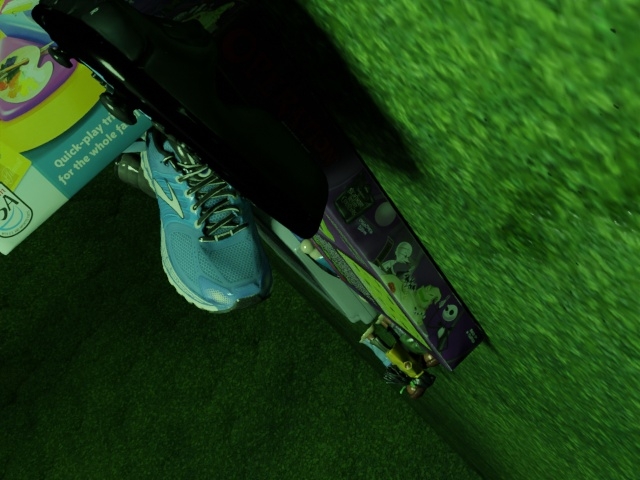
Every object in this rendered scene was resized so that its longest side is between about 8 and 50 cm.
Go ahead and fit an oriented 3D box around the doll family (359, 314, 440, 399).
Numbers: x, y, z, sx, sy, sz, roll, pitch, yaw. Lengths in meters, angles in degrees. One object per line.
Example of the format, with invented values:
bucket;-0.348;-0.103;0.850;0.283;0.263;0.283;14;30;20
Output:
doll family;0.106;0.148;1.040;0.111;0.076;0.193;42;179;8

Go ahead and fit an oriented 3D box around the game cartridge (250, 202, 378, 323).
game cartridge;-0.043;-0.009;1.139;0.196;0.060;0.294;47;175;-34

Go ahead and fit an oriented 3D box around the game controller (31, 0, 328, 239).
game controller;-0.102;-0.091;0.522;0.166;0.067;0.319;51;174;-28

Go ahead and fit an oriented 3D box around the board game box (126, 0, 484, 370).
board game box;-0.012;-0.052;0.661;0.347;0.056;0.208;51;169;-34

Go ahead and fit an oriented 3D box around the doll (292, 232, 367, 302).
doll;0.000;0.000;0.885;0.189;0.046;0.129;45;-171;8

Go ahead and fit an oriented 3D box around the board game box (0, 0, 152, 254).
board game box;-0.275;-0.185;0.631;0.079;0.254;0.336;39;171;48

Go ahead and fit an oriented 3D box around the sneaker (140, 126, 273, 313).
sneaker;-0.151;-0.058;1.006;0.147;0.130;0.330;100;147;-56

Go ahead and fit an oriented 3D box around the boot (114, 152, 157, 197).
boot;-0.304;-0.118;1.578;0.223;0.118;0.338;21;169;6

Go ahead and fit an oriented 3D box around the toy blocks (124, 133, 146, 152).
toy blocks;-0.339;-0.161;1.013;0.381;0.261;0.190;-143;49;-64

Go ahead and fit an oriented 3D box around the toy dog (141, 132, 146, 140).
toy dog;-0.412;-0.316;1.489;0.220;0.161;0.334;40;-174;34
